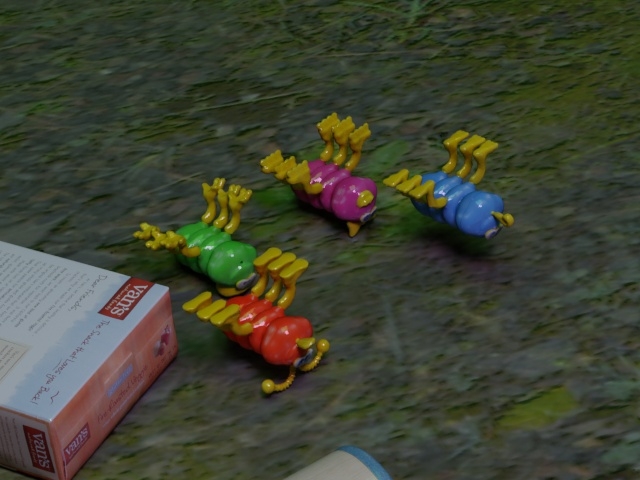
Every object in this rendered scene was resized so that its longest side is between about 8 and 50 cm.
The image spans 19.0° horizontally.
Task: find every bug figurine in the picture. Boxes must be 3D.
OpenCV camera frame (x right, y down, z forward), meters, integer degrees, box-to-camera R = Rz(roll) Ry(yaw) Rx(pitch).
[{"bbox_3d":[0.000,0.000,1.445,0.279,0.072,0.216,-32,38,-26],"label":"bug figurine"}]

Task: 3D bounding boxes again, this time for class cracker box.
[{"bbox_3d":[-0.240,0.075,1.371,0.232,0.067,0.156,14,41,25],"label":"cracker box"}]

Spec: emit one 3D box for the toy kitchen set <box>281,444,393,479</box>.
[{"bbox_3d":[0.050,0.226,1.141,0.122,0.166,0.207,-26,78,-26],"label":"toy kitchen set"}]
